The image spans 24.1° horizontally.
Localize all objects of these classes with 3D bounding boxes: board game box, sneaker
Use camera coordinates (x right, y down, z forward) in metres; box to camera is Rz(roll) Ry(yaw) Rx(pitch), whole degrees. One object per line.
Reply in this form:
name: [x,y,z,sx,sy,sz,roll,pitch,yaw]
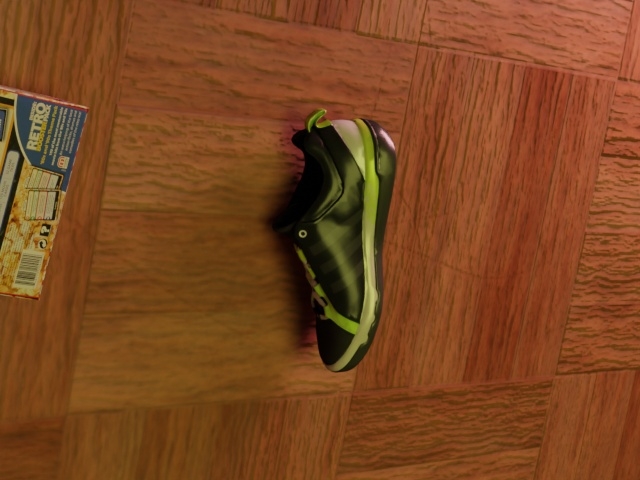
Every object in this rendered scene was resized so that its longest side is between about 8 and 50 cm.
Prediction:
board game box: [-0.262,-0.043,1.023,0.193,0.045,0.146,12,95,-47]
sneaker: [0.000,0.000,1.305,0.097,0.084,0.234,0,103,-21]
